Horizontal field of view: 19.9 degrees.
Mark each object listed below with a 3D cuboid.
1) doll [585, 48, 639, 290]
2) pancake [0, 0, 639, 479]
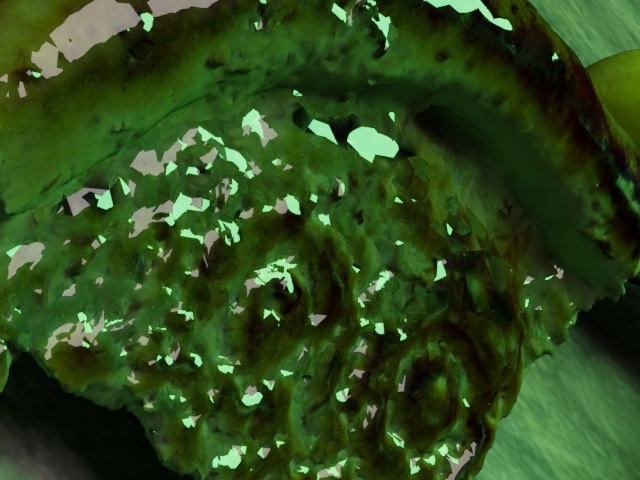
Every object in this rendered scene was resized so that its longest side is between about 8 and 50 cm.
[{"bbox_3d":[0.351,-0.008,1.181,0.348,0.423,0.161,47,49,-28],"label":"doll"},{"bbox_3d":[0.002,-0.005,0.826,0.426,0.067,0.305,29,77,-42],"label":"pancake"}]
